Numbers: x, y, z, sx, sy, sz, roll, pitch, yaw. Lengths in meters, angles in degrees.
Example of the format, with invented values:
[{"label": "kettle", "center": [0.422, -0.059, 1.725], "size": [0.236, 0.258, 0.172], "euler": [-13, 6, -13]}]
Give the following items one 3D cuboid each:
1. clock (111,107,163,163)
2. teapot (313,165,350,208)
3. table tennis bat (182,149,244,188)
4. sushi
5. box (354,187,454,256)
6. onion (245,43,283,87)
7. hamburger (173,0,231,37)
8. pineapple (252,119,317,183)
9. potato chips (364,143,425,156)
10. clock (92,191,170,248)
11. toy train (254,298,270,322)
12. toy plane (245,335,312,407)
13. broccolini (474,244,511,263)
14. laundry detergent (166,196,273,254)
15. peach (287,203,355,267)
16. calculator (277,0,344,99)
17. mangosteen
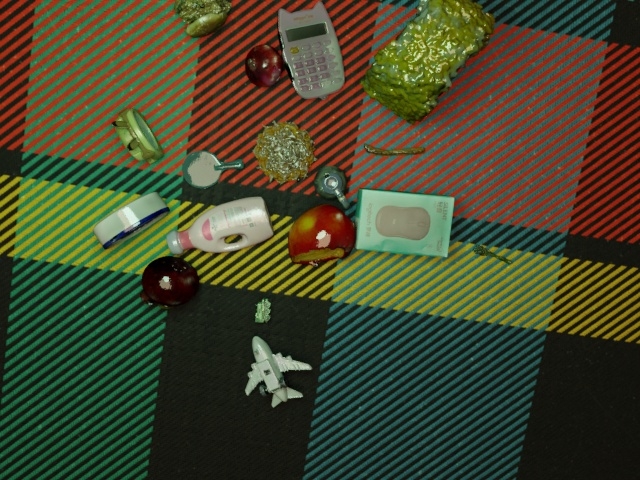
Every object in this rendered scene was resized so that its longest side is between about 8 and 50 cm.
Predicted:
[{"label": "clock", "center": [-0.560, -0.317, 1.732], "size": [0.069, 0.232, 0.170], "euler": [-28, 97, 1]}, {"label": "teapot", "center": [0.036, -0.167, 1.843], "size": [0.111, 0.108, 0.148], "euler": [-7, 98, 0]}, {"label": "table tennis bat", "center": [-0.349, -0.235, 1.855], "size": [0.201, 0.033, 0.124], "euler": [-8, 100, 1]}, {"label": "sushi", "center": [0.316, -0.546, 1.666], "size": [0.240, 0.396, 0.351], "euler": [39, 87, -3]}, {"label": "box", "center": [0.269, -0.060, 1.864], "size": [0.312, 0.118, 0.204], "euler": [6, 99, -3]}, {"label": "onion", "center": [-0.176, -0.544, 1.774], "size": [0.131, 0.131, 0.131], "euler": [0, 98, -3]}, {"label": "hamburger", "center": [-0.349, -0.691, 1.738], "size": [0.185, 0.159, 0.131], "euler": [-31, 95, -25]}, {"label": "pineapple", "center": [-0.115, -0.283, 1.838], "size": [0.225, 0.076, 0.224], "euler": [0, 96, -2]}, {"label": "potato chips", "center": [0.244, -0.295, 1.877], "size": [0.204, 0.026, 0.037], "euler": [2, 84, -2]}, {"label": "clock", "center": [-0.585, -0.063, 1.767], "size": [0.231, 0.230, 0.083], "euler": [-34, 95, 2]}, {"label": "toy train", "center": [-0.194, 0.236, 1.926], "size": [0.053, 0.033, 0.083], "euler": [1, 98, 1]}, {"label": "toy plane", "center": [-0.165, 0.439, 1.921], "size": [0.251, 0.101, 0.255], "euler": [-25, 98, 13]}, {"label": "broccolini", "center": [0.583, 0.054, 1.942], "size": [0.140, 0.030, 0.035], "euler": [24, 104, -10]}, {"label": "laundry detergent", "center": [-0.328, -0.033, 1.857], "size": [0.336, 0.088, 0.158], "euler": [-17, 99, 1]}, {"label": "peach", "center": [0.000, 0.000, 1.824], "size": [0.196, 0.190, 0.226], "euler": [39, 88, -16]}, {"label": "calculator", "center": [-0.029, -0.585, 1.794], "size": [0.194, 0.043, 0.293], "euler": [-20, 102, -21]}, {"label": "mangosteen", "center": [-0.489, 0.144, 1.842], "size": [0.200, 0.200, 0.199], "euler": [0, 98, -3]}]
